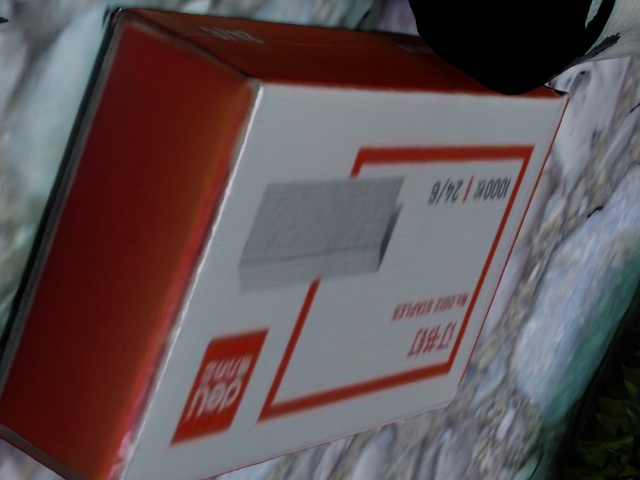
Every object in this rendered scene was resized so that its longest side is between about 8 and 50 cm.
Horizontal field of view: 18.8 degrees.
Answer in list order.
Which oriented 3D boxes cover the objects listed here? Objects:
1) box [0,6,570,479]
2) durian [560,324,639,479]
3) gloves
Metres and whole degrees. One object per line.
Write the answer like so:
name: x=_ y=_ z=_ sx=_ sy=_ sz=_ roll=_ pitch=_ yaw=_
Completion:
box: x=0.000 y=0.000 z=0.583 sx=0.229 sy=0.050 sz=0.123 roll=-4 pitch=119 yaw=-63
durian: x=0.253 y=0.140 z=1.007 sx=0.291 sy=0.291 sz=0.224 roll=-68 pitch=169 yaw=10
gloves: x=0.114 y=-0.120 z=0.633 sx=0.212 sy=0.111 sz=0.127 roll=-31 pitch=136 yaw=-38
